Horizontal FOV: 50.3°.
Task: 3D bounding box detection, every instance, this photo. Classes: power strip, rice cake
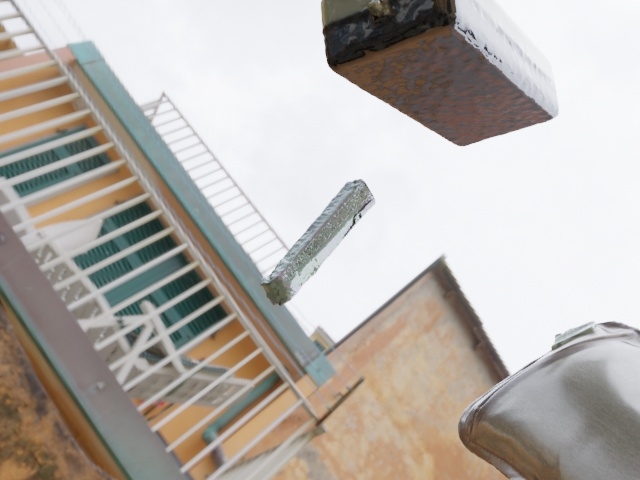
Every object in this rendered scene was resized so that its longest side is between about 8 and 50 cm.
[{"bbox_3d":[0.105,-0.146,0.552,0.105,0.257,0.070,-15,-104,32],"label":"power strip"},{"bbox_3d":[0.000,0.000,0.858,0.034,0.211,0.043,-5,-54,49],"label":"rice cake"}]

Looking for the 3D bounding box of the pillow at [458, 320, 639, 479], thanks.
[{"bbox_3d":[0.149,0.100,0.342,0.038,0.131,0.232,58,-2,-10],"label":"pillow"}]
